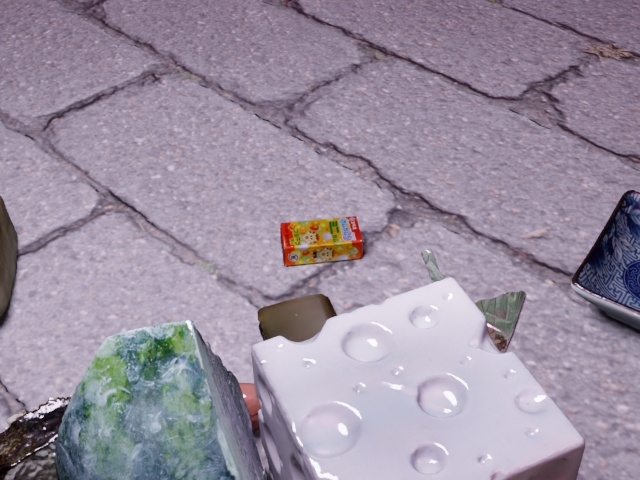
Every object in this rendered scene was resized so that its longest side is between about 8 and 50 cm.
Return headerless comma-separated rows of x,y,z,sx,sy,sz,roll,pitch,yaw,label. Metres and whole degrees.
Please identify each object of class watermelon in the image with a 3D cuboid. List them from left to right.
-0.160,0.240,0.895,0.289,0.320,0.214,-28,11,29,watermelon

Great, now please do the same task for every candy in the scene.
-0.502,0.026,1.180,0.102,0.104,0.234,-14,43,-7,candy
0.000,0.000,1.244,0.121,0.038,0.062,-5,42,-5,candy

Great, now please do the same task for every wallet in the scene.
-0.011,0.155,1.079,0.110,0.031,0.198,-13,44,-12,wallet

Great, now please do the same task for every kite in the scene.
0.185,0.096,1.156,0.229,0.012,0.250,-11,42,-12,kite

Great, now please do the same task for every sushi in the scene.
-0.315,0.239,0.952,0.150,0.091,0.078,-28,44,-23,sushi

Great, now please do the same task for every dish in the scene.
0.472,0.048,1.150,0.181,0.080,0.243,23,49,25,dish

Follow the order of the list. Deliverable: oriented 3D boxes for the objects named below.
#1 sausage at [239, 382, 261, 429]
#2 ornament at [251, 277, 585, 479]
-0.144,0.205,1.003,0.154,0.062,0.062,-2,42,-1,sausage
0.085,0.227,0.844,0.239,0.240,0.239,-17,43,-16,ornament
